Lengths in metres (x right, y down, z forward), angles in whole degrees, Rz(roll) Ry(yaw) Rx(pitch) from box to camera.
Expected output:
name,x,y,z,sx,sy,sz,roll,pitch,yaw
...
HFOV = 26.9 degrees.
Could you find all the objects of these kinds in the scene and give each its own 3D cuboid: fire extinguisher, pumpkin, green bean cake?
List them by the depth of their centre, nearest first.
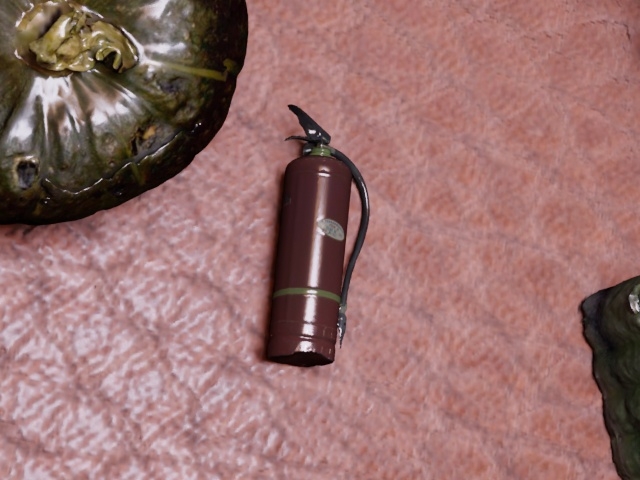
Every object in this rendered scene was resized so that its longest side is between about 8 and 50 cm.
name,x,y,z,sx,sy,sz,roll,pitch,yaw
pumpkin,-0.154,-0.124,0.739,0.238,0.159,0.238,-4,99,-28
fire extinguisher,0.000,0.000,0.842,0.078,0.045,0.157,18,70,-44
green bean cake,0.283,0.096,0.887,0.173,0.094,0.181,-10,81,-19
